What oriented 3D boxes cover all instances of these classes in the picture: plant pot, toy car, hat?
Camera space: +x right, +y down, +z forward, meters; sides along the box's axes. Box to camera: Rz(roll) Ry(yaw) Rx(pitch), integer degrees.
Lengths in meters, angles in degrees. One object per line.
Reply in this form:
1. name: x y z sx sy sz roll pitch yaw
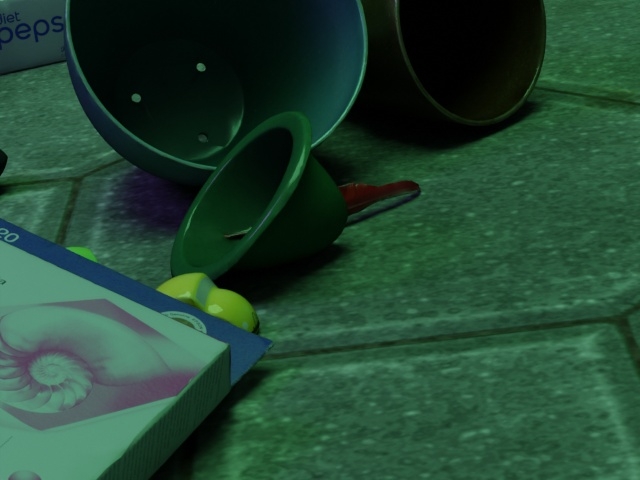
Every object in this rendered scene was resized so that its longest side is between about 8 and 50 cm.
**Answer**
1. plant pot: -0.120 -0.171 1.704 0.290 0.290 0.195 -16 -13 -21
2. plant pot: 0.081 -0.218 1.828 0.215 0.215 0.230 -26 14 -39
3. toy car: -0.192 0.051 1.408 0.239 0.053 0.225 -15 24 -20
4. hat: 0.000 0.000 1.518 0.208 0.183 0.173 -55 25 -4

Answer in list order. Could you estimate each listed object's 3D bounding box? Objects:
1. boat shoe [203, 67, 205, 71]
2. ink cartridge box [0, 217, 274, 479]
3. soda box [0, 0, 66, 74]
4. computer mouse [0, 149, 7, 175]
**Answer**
1. boat shoe: -0.077 -0.202 1.933 0.083 0.076 0.226 27 34 -2
2. ink cartridge box: -0.241 0.066 1.211 0.324 0.071 0.330 23 36 16
3. soda box: -0.401 -0.272 2.199 0.286 0.098 0.091 -16 24 -19
4. computer mouse: -0.423 -0.037 1.725 0.242 0.041 0.071 -23 18 -19
